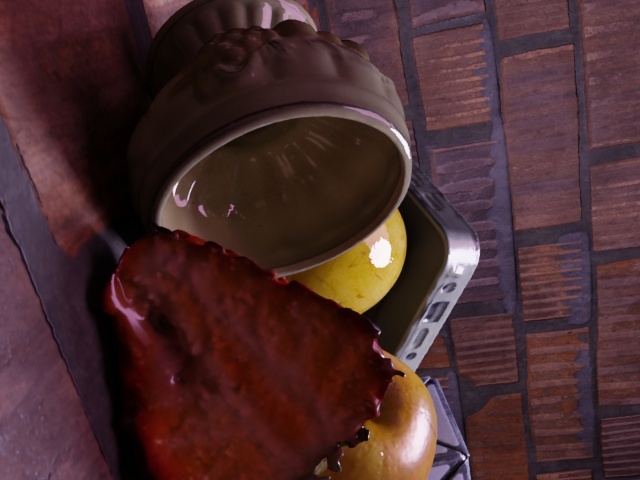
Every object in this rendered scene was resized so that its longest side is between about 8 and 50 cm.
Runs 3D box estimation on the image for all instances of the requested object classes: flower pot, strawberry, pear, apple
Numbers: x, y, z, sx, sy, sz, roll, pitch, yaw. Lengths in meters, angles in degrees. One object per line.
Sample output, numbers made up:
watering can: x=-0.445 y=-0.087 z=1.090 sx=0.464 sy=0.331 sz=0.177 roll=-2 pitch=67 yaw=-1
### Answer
flower pot: x=-0.070 y=-0.127 z=0.709 sx=0.307 sy=0.308 sz=0.244 roll=66 pitch=2 yaw=-58
strawberry: x=-0.093 y=0.141 z=0.631 sx=0.253 sy=0.280 sz=0.150 roll=-62 pitch=-179 yaw=0
pear: x=0.000 y=0.000 z=1.015 sx=0.281 sy=0.281 sz=0.280 roll=-8 pitch=90 yaw=-81
apple: x=0.034 y=0.281 z=0.919 sx=0.233 sy=0.286 sz=0.285 roll=111 pitch=-17 yaw=-50

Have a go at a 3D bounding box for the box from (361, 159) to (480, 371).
box: x=0.101 y=0.041 z=1.225 sx=0.396 sy=0.111 sz=0.395 roll=58 pitch=-43 yaw=44

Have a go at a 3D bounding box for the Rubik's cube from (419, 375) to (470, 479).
Rubik's cube: x=0.139 y=0.440 z=1.196 sx=0.259 sy=0.255 sz=0.259 roll=-103 pitch=180 yaw=-66
